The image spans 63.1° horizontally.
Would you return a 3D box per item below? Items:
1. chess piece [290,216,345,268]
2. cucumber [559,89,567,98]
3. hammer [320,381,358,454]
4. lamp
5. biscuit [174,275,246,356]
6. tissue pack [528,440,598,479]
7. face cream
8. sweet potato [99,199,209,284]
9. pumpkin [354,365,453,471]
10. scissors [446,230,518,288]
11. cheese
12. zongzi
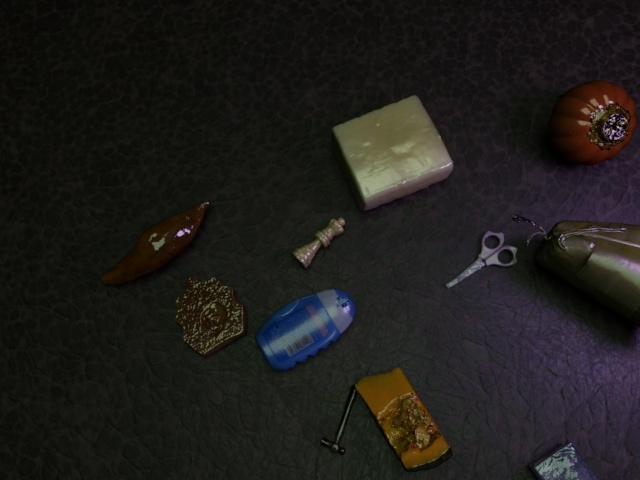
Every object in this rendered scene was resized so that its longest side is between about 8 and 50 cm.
[{"bbox_3d":[0.000,0.000,1.408,0.172,0.060,0.060,-43,75,-12],"label":"chess piece"},{"bbox_3d":[0.767,-0.383,1.474,0.182,0.053,0.053,18,75,9],"label":"cucumber"},{"bbox_3d":[0.057,0.432,1.284,0.065,0.021,0.178,19,74,11],"label":"hammer"},{"bbox_3d":[0.718,-0.309,1.377,0.223,0.196,0.223,-2,109,-7],"label":"lamp"},{"bbox_3d":[-0.299,0.186,1.381,0.182,0.034,0.215,-29,71,-6],"label":"biscuit"},{"bbox_3d":[0.572,0.559,1.193,0.112,0.051,0.156,-32,74,-3],"label":"tissue pack"},{"bbox_3d":[-0.033,0.215,1.325,0.264,0.083,0.149,-30,74,-5],"label":"face cream"},{"bbox_3d":[-0.437,0.012,1.409,0.359,0.112,0.112,-43,75,-12],"label":"sweet potato"},{"bbox_3d":[0.199,0.429,1.232,0.131,0.126,0.248,-31,54,2],"label":"pumpkin"},{"bbox_3d":[0.418,0.061,1.375,0.212,0.021,0.110,-34,71,-8],"label":"scissors"},{"bbox_3d":[0.190,-0.238,1.434,0.266,0.124,0.242,-22,69,-3],"label":"cheese"},{"bbox_3d":[0.727,-0.010,1.313,0.447,0.181,0.418,33,63,16],"label":"zongzi"}]
